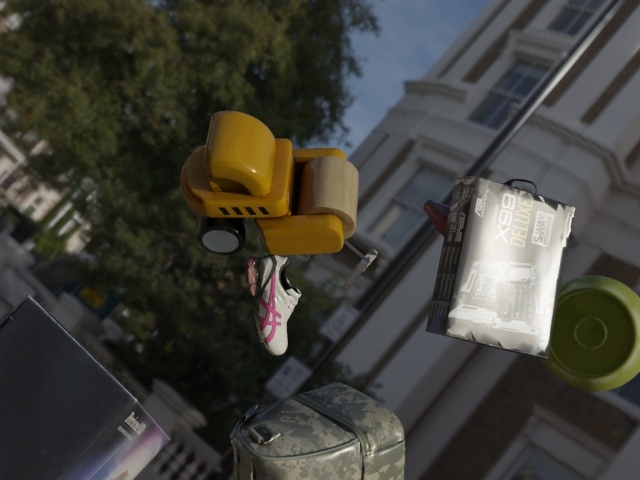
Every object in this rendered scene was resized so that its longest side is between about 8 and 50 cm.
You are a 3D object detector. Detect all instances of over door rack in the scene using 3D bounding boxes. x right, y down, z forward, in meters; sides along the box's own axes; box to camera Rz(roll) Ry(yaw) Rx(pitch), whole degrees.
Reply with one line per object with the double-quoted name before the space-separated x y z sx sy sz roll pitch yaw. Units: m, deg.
"over door rack" 0.000 0.000 2.076 0.239 0.108 0.324 42 6 3

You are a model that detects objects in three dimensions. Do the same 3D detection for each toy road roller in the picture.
"toy road roller" -0.098 -0.115 1.803 0.329 0.203 0.241 0 -37 6

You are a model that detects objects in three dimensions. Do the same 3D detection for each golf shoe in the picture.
"golf shoe" -0.075 0.115 1.673 0.067 0.085 0.186 -61 144 -67

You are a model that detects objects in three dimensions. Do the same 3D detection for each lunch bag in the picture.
"lunch bag" -0.022 0.397 1.513 0.212 0.256 0.305 23 -62 44

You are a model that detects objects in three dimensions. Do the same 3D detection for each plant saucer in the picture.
"plant saucer" 0.558 0.191 1.984 0.241 0.241 0.037 36 10 24

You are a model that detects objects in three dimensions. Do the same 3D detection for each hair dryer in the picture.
"hair dryer" 0.403 -0.066 2.491 0.293 0.224 0.080 3 -48 25

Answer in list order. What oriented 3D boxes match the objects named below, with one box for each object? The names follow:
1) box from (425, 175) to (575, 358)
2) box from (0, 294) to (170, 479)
"box" 0.349 0.053 1.854 0.242 0.308 0.076 15 -7 -24
"box" -0.344 0.256 1.089 0.182 0.294 0.296 40 -15 11
